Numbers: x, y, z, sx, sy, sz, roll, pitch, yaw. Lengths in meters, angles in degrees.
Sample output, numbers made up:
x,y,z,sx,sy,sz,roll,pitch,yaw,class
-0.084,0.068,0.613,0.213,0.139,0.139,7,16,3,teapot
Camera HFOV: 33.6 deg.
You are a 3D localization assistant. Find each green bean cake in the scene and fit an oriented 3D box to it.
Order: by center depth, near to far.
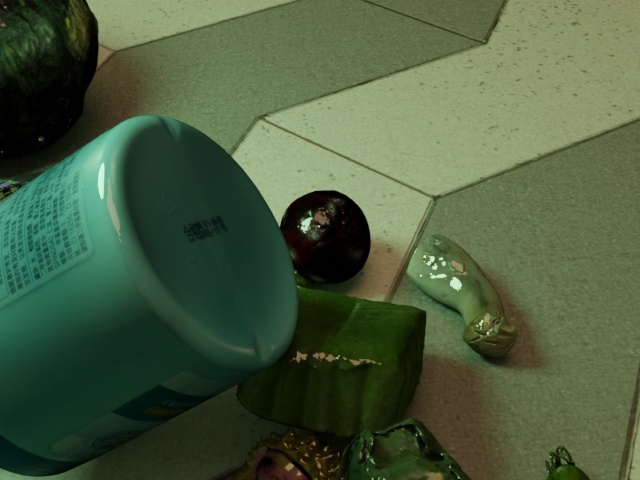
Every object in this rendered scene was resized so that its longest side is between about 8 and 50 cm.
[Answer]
x,y,z,sx,sy,sz,roll,pitch,yaw,class
0.106,0.339,1.088,0.132,0.255,0.241,-11,36,-16,green bean cake
0.016,0.155,1.371,0.222,0.125,0.248,9,17,10,green bean cake

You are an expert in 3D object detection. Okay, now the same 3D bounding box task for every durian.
x,y,z,sx,sy,sz,roll,pitch,yaw,class
-0.009,0.274,1.277,0.186,0.108,0.119,27,48,32,durian

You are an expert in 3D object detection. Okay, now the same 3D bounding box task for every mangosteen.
x,y,z,sx,sy,sz,roll,pitch,yaw,class
0.000,0.000,1.601,0.152,0.152,0.152,-1,39,0,mangosteen

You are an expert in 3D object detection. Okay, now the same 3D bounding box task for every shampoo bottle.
x,y,z,sx,sy,sz,roll,pitch,yaw,class
-0.250,0.065,1.257,0.342,0.331,0.331,-30,31,26,shampoo bottle

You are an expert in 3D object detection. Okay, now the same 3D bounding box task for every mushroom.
x,y,z,sx,sy,sz,roll,pitch,yaw,class
0.211,0.082,1.534,0.092,0.081,0.223,-2,38,-31,mushroom

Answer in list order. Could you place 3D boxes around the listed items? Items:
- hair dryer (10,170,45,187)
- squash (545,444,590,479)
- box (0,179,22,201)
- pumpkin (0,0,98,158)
x,y,z,sx,sy,sz,roll,pitch,yaw,class
-0.490,-0.081,1.751,0.219,0.075,0.195,5,8,34,hair dryer
0.275,0.362,1.198,0.080,0.071,0.318,-26,25,39,squash
-0.564,-0.022,1.573,0.198,0.084,0.310,-26,19,-28,box
-0.610,-0.334,1.850,0.454,0.344,0.454,1,34,0,pumpkin
